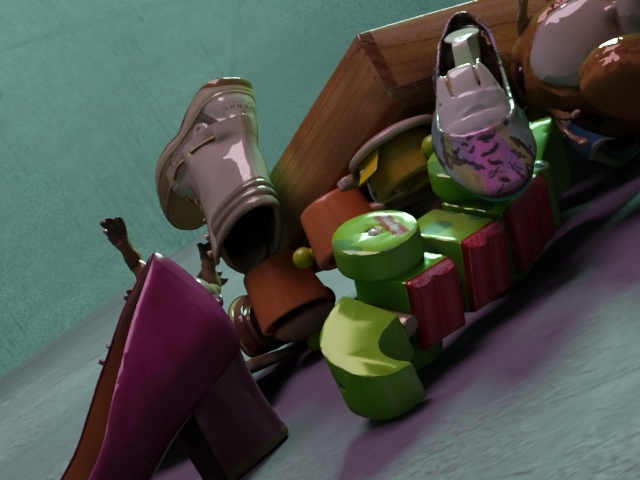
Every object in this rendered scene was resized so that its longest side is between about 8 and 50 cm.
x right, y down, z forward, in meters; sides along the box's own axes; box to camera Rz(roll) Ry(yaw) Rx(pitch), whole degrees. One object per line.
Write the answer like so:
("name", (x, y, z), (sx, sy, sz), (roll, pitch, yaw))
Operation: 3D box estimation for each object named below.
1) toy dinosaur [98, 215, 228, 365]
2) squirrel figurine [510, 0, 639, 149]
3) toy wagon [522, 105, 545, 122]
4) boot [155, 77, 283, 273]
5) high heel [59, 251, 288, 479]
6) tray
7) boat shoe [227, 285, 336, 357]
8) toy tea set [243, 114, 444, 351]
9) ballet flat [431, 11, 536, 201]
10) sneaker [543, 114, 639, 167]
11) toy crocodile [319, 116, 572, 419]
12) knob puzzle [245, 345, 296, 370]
("toy dinosaur", (-0.157, 0.106, 1.734), (0.127, 0.200, 0.295), (-2, -31, -2))
("squirrel figurine", (0.340, -0.193, 1.283), (0.397, 0.281, 0.370), (-21, -10, -25))
("toy wagon", (0.313, -0.190, 1.707), (0.344, 0.068, 0.267), (-20, -16, -36))
("boot", (-0.098, -0.033, 1.642), (0.077, 0.165, 0.213), (-3, -34, -24))
("high heel", (-0.204, 0.174, 1.269), (0.377, 0.181, 0.127), (-38, 8, -35))
("tray", (0.067, -0.085, 1.609), (0.203, 0.076, 0.411), (-19, -17, -27))
("boat shoe", (-0.037, 0.071, 1.680), (0.060, 0.064, 0.178), (-26, -3, 22))
("toy tea set", (0.072, 0.005, 1.519), (0.200, 0.124, 0.336), (-19, -18, -39))
("ballet flat", (0.117, -0.114, 1.303), (0.077, 0.079, 0.221), (-14, 31, 7))
("sneaker", (0.271, -0.114, 1.549), (0.087, 0.092, 0.229), (-42, -19, 29))
("toy crocodile", (0.107, 0.011, 1.292), (0.105, 0.115, 0.340), (10, 35, 37))
("knob puzzle", (-0.125, 0.155, 1.584), (0.213, 0.030, 0.213), (-24, -4, -2))
